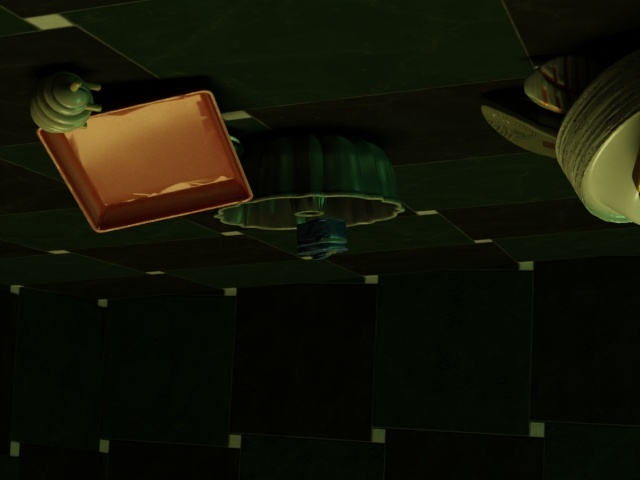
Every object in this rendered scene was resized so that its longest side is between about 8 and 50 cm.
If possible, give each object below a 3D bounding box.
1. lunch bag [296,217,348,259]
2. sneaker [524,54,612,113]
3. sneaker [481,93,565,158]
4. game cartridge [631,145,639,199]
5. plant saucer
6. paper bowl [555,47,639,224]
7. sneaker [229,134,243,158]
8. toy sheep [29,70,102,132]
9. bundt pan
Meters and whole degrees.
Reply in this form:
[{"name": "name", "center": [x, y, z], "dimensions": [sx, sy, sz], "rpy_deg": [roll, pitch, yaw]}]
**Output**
[{"name": "lunch bag", "center": [0.000, 0.000, 2.216], "dimensions": [0.067, 0.065, 0.098], "rpy_deg": [4, 168, -35]}, {"name": "sneaker", "center": [0.380, -0.209, 1.732], "dimensions": [0.215, 0.084, 0.083], "rpy_deg": [-1, 176, -16]}, {"name": "sneaker", "center": [0.360, -0.192, 1.867], "dimensions": [0.222, 0.118, 0.083], "rpy_deg": [24, 162, 20]}, {"name": "game cartridge", "center": [0.563, -0.150, 1.507], "dimensions": [0.324, 0.052, 0.285], "rpy_deg": [6, 126, -2]}, {"name": "plant saucer", "center": [-0.254, -0.127, 1.847], "dimensions": [0.258, 0.047, 0.259], "rpy_deg": [-12, 143, 5]}, {"name": "paper bowl", "center": [0.472, -0.129, 1.673], "dimensions": [0.284, 0.148, 0.284], "rpy_deg": [-15, 146, -10]}, {"name": "sneaker", "center": [-0.266, -0.117, 2.008], "dimensions": [0.283, 0.124, 0.107], "rpy_deg": [0, 171, -17]}, {"name": "toy sheep", "center": [-0.347, -0.188, 1.683], "dimensions": [0.091, 0.091, 0.132], "rpy_deg": [3, 154, -31]}, {"name": "bundt pan", "center": [-0.020, -0.104, 2.154], "dimensions": [0.331, 0.124, 0.331], "rpy_deg": [-1, 171, 0]}]
